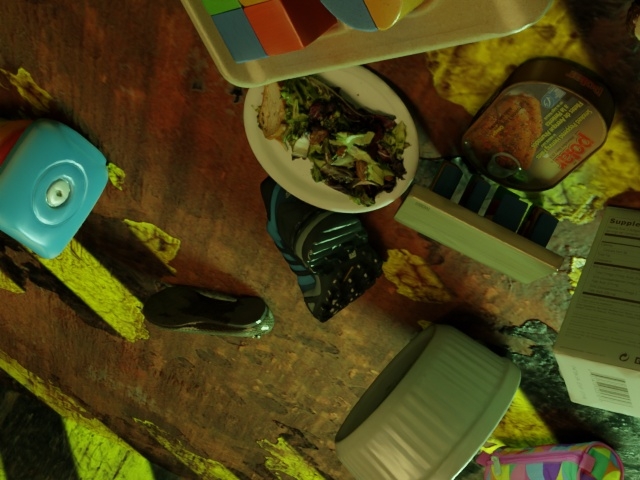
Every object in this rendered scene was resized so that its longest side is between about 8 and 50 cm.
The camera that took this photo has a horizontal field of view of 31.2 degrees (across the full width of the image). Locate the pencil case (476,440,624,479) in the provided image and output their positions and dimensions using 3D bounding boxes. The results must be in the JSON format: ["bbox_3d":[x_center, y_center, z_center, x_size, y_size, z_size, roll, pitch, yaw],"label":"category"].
[{"bbox_3d":[0.344,0.355,1.736,0.104,0.104,0.236,38,151,-21],"label":"pencil case"}]

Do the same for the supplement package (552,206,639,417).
[{"bbox_3d":[0.316,0.072,1.146,0.105,0.179,0.105,10,149,31],"label":"supplement package"}]

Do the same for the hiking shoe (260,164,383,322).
[{"bbox_3d":[0.000,0.000,1.439,0.132,0.113,0.304,51,168,21],"label":"hiking shoe"}]

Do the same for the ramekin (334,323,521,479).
[{"bbox_3d":[0.133,0.231,1.536,0.127,0.273,0.273,41,153,0],"label":"ramekin"}]

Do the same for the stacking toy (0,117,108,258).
[{"bbox_3d":[-0.460,-0.114,1.606,0.302,0.165,0.175,24,168,34],"label":"stacking toy"}]

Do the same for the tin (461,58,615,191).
[{"bbox_3d":[0.206,-0.106,1.092,0.106,0.040,0.189,33,154,-3],"label":"tin"}]

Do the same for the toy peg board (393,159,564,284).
[{"bbox_3d":[0.169,-0.031,1.172,0.161,0.079,0.160,26,173,2],"label":"toy peg board"}]

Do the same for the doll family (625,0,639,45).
[{"bbox_3d":[0.310,-0.133,0.850,0.163,0.118,0.263,17,157,33],"label":"doll family"}]

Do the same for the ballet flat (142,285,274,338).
[{"bbox_3d":[-0.177,0.121,1.826,0.250,0.084,0.058,2,143,32],"label":"ballet flat"}]

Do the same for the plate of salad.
[{"bbox_3d":[0.007,-0.106,1.215,0.200,0.048,0.199,13,130,16],"label":"plate of salad"}]

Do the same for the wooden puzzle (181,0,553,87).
[{"bbox_3d":[-0.032,-0.269,0.868,0.348,0.080,0.322,-5,120,46],"label":"wooden puzzle"}]
